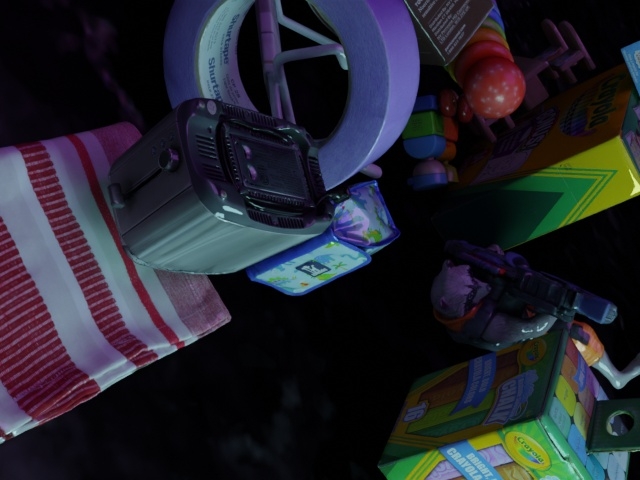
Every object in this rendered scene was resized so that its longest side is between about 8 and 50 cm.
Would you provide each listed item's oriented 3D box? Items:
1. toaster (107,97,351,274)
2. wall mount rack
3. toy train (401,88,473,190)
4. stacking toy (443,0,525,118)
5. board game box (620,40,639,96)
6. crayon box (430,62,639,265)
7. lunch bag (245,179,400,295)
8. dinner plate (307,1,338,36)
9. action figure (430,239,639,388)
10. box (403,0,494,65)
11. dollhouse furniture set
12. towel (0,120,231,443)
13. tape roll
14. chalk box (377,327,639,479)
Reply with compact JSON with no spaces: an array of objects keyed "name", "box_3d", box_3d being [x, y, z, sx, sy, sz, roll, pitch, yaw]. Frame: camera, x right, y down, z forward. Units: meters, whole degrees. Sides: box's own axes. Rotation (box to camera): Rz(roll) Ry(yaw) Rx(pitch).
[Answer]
[{"name":"toaster","box_3d":[-0.094,-0.044,0.993,0.227,0.146,0.129,7,62,-51]},{"name":"wall mount rack","box_3d":[-0.005,-0.238,1.364,0.304,0.130,0.350,75,7,-63]},{"name":"toy train","box_3d":[0.191,-0.148,1.616,0.248,0.105,0.143,0,84,-66]},{"name":"stacking toy","box_3d":[0.239,-0.291,1.580,0.141,0.141,0.330,41,21,-33]},{"name":"board game box","box_3d":[0.547,-0.226,1.631,0.211,0.039,0.160,-5,73,-59]},{"name":"crayon box","box_3d":[0.372,-0.134,1.646,0.106,0.313,0.363,56,32,-13]},{"name":"lunch bag","box_3d":[0.000,0.000,1.187,0.151,0.129,0.096,-21,85,-59]},{"name":"dinner plate","box_3d":[0.036,-0.328,1.478,0.141,0.141,0.017,47,73,-25]},{"name":"action figure","box_3d":[0.293,0.129,1.436,0.330,0.178,0.341,29,-1,-24]},{"name":"box","box_3d":[0.061,-0.425,1.449,0.143,0.191,0.381,-51,124,-18]},{"name":"dollhouse furniture set","box_3d":[0.298,-0.307,1.752,0.161,0.212,0.242,55,-1,-18]},{"name":"towel","box_3d":[-0.227,0.019,0.932,0.329,0.037,0.237,-26,89,-58]},{"name":"tape roll","box_3d":[-0.034,-0.189,1.131,0.274,0.275,0.090,61,33,-5]},{"name":"chalk box","box_3d":[0.249,0.240,1.225,0.179,0.289,0.180,55,33,-14]}]
